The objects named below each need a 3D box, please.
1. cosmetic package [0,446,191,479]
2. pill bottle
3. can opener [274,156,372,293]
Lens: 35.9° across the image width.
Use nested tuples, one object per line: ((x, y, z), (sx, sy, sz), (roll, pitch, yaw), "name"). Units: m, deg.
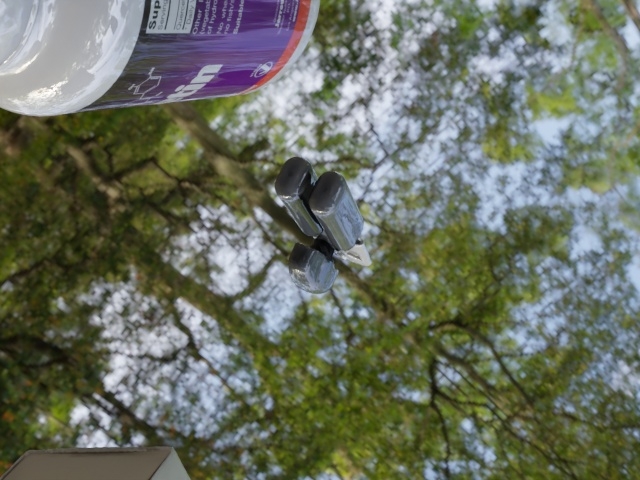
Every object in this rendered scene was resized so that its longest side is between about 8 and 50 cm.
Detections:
((-0.122, 0.294, 0.666), (0.153, 0.296, 0.129), (-7, -153, 33), "cosmetic package")
((-0.149, -0.185, 0.709), (0.181, 0.181, 0.323), (-23, 179, 33), "pill bottle")
((0.000, 0.000, 1.060), (0.076, 0.283, 0.095), (24, -99, 14), "can opener")
